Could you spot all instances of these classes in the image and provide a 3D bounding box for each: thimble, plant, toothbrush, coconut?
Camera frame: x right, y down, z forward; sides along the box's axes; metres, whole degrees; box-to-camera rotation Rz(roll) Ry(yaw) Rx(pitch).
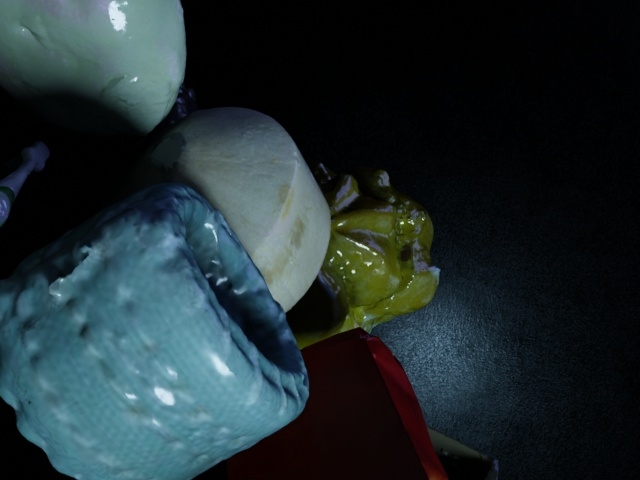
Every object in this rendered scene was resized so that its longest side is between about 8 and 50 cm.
[{"bbox_3d":[-0.114,0.064,0.441,0.198,0.143,0.235,61,2,30],"label":"thimble"},{"bbox_3d":[-0.216,-0.138,0.819,0.129,0.132,0.194,62,5,-57],"label":"plant"},{"bbox_3d":[-0.226,-0.017,0.418,0.030,0.030,0.304,59,3,-27],"label":"toothbrush"},{"bbox_3d":[-0.111,-0.022,0.647,0.241,0.241,0.241,60,3,-5],"label":"coconut"}]

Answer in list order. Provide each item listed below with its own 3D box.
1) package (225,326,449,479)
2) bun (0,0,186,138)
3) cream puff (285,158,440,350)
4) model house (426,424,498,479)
[{"bbox_3d":[0.027,0.242,0.567,0.123,0.196,0.423,53,7,-28],"label":"package"},{"bbox_3d":[-0.252,-0.224,0.555,0.293,0.187,0.293,45,-32,37],"label":"bun"},{"bbox_3d":[0.000,0.000,0.936,0.275,0.378,0.378,89,-19,-46],"label":"cream puff"},{"bbox_3d":[0.114,0.408,0.866,0.204,0.211,0.243,-47,148,-46],"label":"model house"}]
